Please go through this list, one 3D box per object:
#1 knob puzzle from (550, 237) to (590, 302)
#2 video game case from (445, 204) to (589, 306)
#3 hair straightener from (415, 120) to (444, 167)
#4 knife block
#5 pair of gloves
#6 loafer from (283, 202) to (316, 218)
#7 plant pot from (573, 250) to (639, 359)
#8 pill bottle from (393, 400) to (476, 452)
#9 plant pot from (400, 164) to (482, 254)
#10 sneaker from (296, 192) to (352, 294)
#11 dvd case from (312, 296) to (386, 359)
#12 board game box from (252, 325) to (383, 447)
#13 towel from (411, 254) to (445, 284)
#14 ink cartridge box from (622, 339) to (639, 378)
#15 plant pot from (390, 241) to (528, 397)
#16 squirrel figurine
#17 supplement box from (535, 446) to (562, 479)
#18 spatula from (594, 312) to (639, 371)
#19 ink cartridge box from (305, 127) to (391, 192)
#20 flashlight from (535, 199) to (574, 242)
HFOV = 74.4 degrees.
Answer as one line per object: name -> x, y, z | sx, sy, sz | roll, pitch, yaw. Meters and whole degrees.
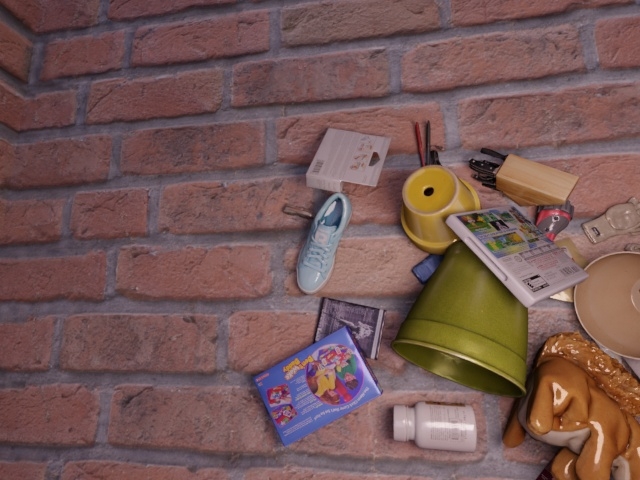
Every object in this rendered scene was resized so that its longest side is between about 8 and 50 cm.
knob puzzle -> 0.738, 0.105, 1.312 | 0.212, 0.030, 0.214 | -7, 63, 15
video game case -> 0.539, 0.024, 1.151 | 0.328, 0.036, 0.300 | -10, 51, -37
hair straightener -> 0.390, -0.313, 1.476 | 0.088, 0.047, 0.231 | -7, 76, 9
knife block -> 0.610, -0.209, 1.318 | 0.242, 0.275, 0.088 | 34, 85, -14
pair of gloves -> 0.965, 0.002, 1.300 | 0.204, 0.042, 0.240 | -32, 72, 5
loafer -> -0.073, -0.108, 1.518 | 0.125, 0.045, 0.039 | 12, 73, 16
plant pot -> 0.897, 0.168, 1.164 | 0.190, 0.284, 0.285 | -2, 72, -31
pill bottle -> 0.331, 0.544, 1.242 | 0.228, 0.131, 0.131 | 0, 77, 10
plant pot -> 0.359, -0.109, 1.307 | 0.253, 0.239, 0.254 | -9, 67, 23
sneaker -> 0.000, 0.000, 1.422 | 0.135, 0.150, 0.367 | 17, 80, 15
dvd case -> 0.097, 0.290, 1.404 | 0.221, 0.018, 0.165 | 10, 79, 13
board game box -> -0.010, 0.458, 1.342 | 0.346, 0.078, 0.234 | -30, 76, 5
towel -> 0.367, 0.087, 1.396 | 0.119, 0.029, 0.067 | -37, 74, 1
ink cartridge box -> 0.991, 0.390, 1.063 | 0.303, 0.307, 0.072 | 14, 110, 7
plant pot -> 0.432, 0.205, 1.215 | 0.365, 0.367, 0.353 | 19, 70, 14
squirrel figurine -> 0.723, 0.444, 1.073 | 0.370, 0.281, 0.397 | 24, 56, 22
supplement box -> 0.705, 0.653, 1.174 | 0.104, 0.081, 0.188 | 40, 86, 17
spatula -> 0.948, 0.354, 1.232 | 0.168, 0.019, 0.242 | -29, 73, 2
ink cartridge box -> 0.102, -0.274, 1.455 | 0.238, 0.060, 0.275 | 12, 51, 12
flashlight -> 0.698, 0.018, 1.292 | 0.103, 0.103, 0.305 | 14, 69, 21
